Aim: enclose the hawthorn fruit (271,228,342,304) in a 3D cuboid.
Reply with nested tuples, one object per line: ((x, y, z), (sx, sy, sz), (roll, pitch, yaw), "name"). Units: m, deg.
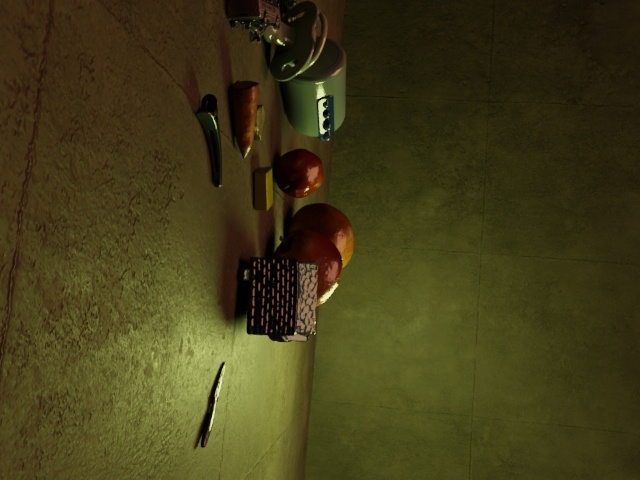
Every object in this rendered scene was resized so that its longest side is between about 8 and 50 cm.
((-0.058, 0.091, 2.026), (0.299, 0.275, 0.275), (49, 31, -25), "hawthorn fruit")

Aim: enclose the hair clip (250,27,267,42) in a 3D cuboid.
((-0.176, -0.603, 1.600), (0.115, 0.030, 0.039), (-77, 167, -52), "hair clip")

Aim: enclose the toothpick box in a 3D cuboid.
((-0.017, -0.529, 2.056), (0.354, 0.263, 0.263), (86, 11, -57), "toothpick box")

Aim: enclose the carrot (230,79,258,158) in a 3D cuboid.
((-0.198, -0.311, 1.463), (0.072, 0.072, 0.205), (-72, 169, -61), "carrot")

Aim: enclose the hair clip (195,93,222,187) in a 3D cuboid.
((-0.242, -0.217, 1.273), (0.229, 0.039, 0.070), (88, 8, -47), "hair clip")

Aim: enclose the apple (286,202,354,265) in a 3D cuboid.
((0.000, 0.000, 2.311), (0.301, 0.302, 0.301), (4, 90, -83), "apple")

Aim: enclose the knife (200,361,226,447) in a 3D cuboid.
((-0.277, 0.417, 1.449), (0.035, 0.018, 0.247), (82, 11, -45), "knife")

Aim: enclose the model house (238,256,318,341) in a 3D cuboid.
((-0.163, 0.185, 1.703), (0.241, 0.226, 0.261), (7, 82, -46), "model house")

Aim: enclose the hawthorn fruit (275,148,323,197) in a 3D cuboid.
((-0.084, -0.231, 2.016), (0.200, 0.179, 0.179), (-61, 157, -44), "hawthorn fruit")

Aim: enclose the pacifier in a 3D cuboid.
((-0.103, -0.647, 1.736), (0.207, 0.227, 0.278), (20, 69, -41), "pacifier")

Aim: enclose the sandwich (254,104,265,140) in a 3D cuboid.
((-0.188, -0.356, 1.619), (0.093, 0.036, 0.104), (79, 16, -61), "sandwich")

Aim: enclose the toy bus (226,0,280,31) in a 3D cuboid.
((-0.168, -0.595, 1.421), (0.199, 0.096, 0.108), (-55, 144, -70), "toy bus")

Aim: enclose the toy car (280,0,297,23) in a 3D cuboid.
((-0.107, -0.810, 1.920), (0.093, 0.058, 0.186), (82, 2, -56), "toy car")

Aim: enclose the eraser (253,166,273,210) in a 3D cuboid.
((-0.180, -0.164, 1.762), (0.097, 0.045, 0.122), (-68, 160, -68), "eraser")
